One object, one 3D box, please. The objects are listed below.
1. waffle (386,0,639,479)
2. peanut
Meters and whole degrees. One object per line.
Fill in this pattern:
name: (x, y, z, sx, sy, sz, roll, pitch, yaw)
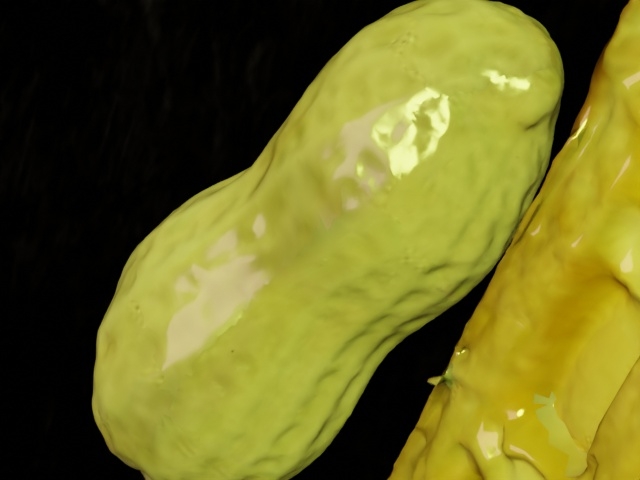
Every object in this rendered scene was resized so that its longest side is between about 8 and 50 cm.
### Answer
waffle: (0.157, 0.100, 0.587, 0.348, 0.078, 0.304, 58, 133, 40)
peanut: (0.000, 0.000, 0.820, 0.256, 0.124, 0.123, -50, 46, 16)
